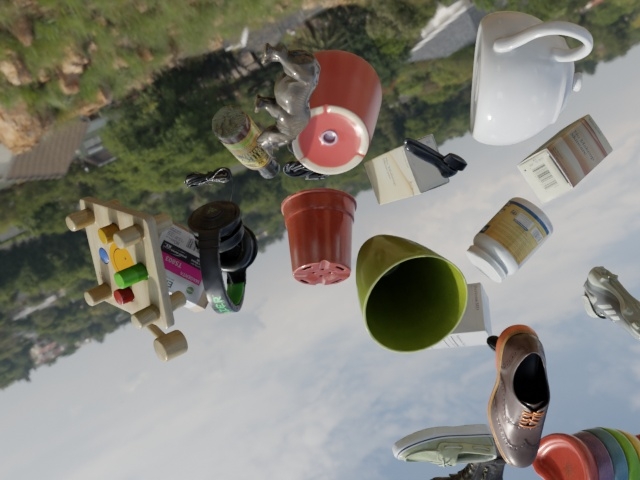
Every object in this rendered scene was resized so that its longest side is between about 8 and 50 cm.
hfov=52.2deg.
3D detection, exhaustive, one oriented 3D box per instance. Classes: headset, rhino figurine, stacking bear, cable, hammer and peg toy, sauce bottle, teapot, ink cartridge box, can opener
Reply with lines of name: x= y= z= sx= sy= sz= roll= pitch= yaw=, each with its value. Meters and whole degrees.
headset: x=-0.266 y=-0.009 z=1.633 sx=0.185 sy=0.394 sz=0.243 roll=-5 pitch=154 yaw=8
rhino figurine: x=-0.068 y=-0.247 z=1.200 sx=0.106 sy=0.073 sz=0.243 roll=7 pitch=132 yaw=-9
stacking bear: x=0.642 y=0.485 z=1.422 sx=0.288 sy=0.175 sz=0.164 roll=1 pitch=131 yaw=-21
cable: x=-0.024 y=-0.221 z=1.992 sx=0.184 sy=0.047 sz=0.150 roll=-1 pitch=172 yaw=45
hammer and peg toy: x=-0.417 y=0.094 z=1.418 sx=0.265 sy=0.362 sz=0.127 roll=16 pitch=-149 yaw=38
sauce bottle: x=-0.207 y=-0.281 z=1.950 sx=0.111 sy=0.111 sz=0.344 roll=-28 pitch=158 yaw=8
teapot: x=0.371 y=-0.289 z=1.167 sx=0.187 sy=0.253 sz=0.256 roll=4 pitch=-148 yaw=10
ink cartridge box: x=-0.398 y=0.066 z=1.832 sx=0.088 sy=0.234 sz=0.193 roll=-19 pitch=-133 yaw=58
can opener: x=0.293 y=-0.221 z=1.705 sx=0.073 sy=0.186 sz=0.059 roll=-56 pitch=-158 yaw=28

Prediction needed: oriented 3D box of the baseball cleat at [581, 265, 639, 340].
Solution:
baseball cleat: x=0.630 y=0.151 z=1.384 sx=0.072 sy=0.206 sz=0.109 roll=-2 pitch=133 yaw=-13

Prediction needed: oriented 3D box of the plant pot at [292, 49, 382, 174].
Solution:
plant pot: x=0.026 y=-0.315 z=1.669 sx=0.274 sy=0.275 sz=0.243 roll=-27 pitch=-148 yaw=22

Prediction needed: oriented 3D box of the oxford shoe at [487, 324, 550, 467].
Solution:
oxford shoe: x=0.346 y=0.288 z=1.128 sx=0.096 sy=0.272 sz=0.098 roll=-7 pitch=-164 yaw=2

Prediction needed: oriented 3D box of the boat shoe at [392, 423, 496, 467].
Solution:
boat shoe: x=0.350 y=0.574 z=1.803 sx=0.302 sy=0.094 sz=0.109 roll=-5 pitch=138 yaw=-15

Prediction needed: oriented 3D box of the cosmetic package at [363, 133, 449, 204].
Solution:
cosmetic package: x=0.265 y=-0.217 z=2.063 sx=0.113 sy=0.160 sz=0.309 roll=-22 pitch=-177 yaw=-17

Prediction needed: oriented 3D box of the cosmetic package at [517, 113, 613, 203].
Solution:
cosmetic package: x=0.765 y=-0.257 z=2.034 sx=0.296 sy=0.153 sz=0.129 roll=-36 pitch=-179 yaw=-37

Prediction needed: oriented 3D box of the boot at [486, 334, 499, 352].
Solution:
boot: x=0.519 y=0.284 z=1.801 sx=0.045 sy=0.121 sz=0.099 roll=-36 pitch=149 yaw=-24

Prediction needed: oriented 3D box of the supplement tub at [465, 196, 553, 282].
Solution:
supplement tub: x=0.498 y=-0.001 z=1.728 sx=0.199 sy=0.144 sz=0.144 roll=-45 pitch=-176 yaw=-6

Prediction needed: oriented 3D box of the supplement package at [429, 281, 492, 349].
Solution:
supplement package: x=0.430 y=0.267 z=2.255 sx=0.292 sy=0.178 sz=0.175 roll=-9 pitch=154 yaw=20

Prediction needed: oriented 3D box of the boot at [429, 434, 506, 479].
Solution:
boot: x=0.479 y=0.701 z=2.064 sx=0.262 sy=0.229 sz=0.091 roll=2 pitch=-161 yaw=0

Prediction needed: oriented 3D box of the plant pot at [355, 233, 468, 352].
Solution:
plant pot: x=0.202 y=0.104 z=1.731 sx=0.274 sy=0.275 sz=0.293 roll=-28 pitch=-153 yaw=-2

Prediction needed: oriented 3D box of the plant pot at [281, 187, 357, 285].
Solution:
plant pot: x=0.000 y=0.000 z=2.259 sx=0.272 sy=0.265 sz=0.272 roll=-2 pitch=155 yaw=-1
